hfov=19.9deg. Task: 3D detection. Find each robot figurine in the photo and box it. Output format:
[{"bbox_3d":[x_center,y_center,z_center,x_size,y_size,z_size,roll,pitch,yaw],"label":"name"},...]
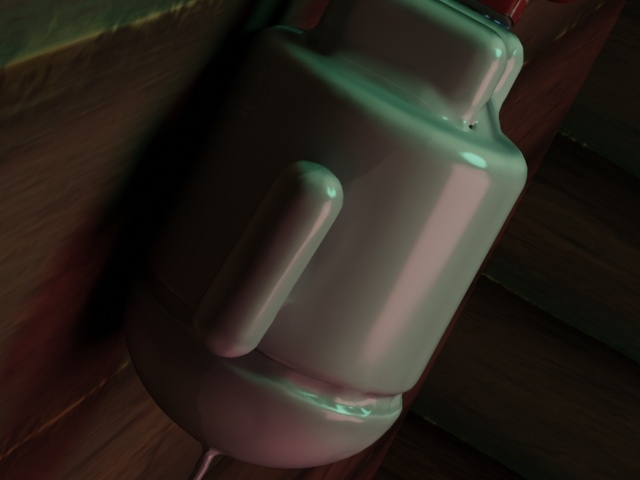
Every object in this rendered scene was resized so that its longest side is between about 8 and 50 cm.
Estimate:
[{"bbox_3d":[0.000,0.000,1.189,0.353,0.200,0.300,-62,167,11],"label":"robot figurine"}]

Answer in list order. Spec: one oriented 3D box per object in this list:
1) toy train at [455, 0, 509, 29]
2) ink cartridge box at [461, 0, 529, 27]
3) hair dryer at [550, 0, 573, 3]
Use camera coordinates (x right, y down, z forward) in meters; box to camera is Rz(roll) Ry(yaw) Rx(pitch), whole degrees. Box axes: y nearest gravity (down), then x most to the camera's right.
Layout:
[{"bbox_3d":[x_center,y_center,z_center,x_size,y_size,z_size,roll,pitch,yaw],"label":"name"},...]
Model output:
[{"bbox_3d":[0.119,-0.193,1.598,0.105,0.080,0.184,-47,165,-33],"label":"toy train"},{"bbox_3d":[0.123,-0.257,1.274,0.175,0.127,0.072,-60,172,4],"label":"ink cartridge box"},{"bbox_3d":[0.280,-0.370,1.993,0.293,0.080,0.223,-58,156,-47],"label":"hair dryer"}]
